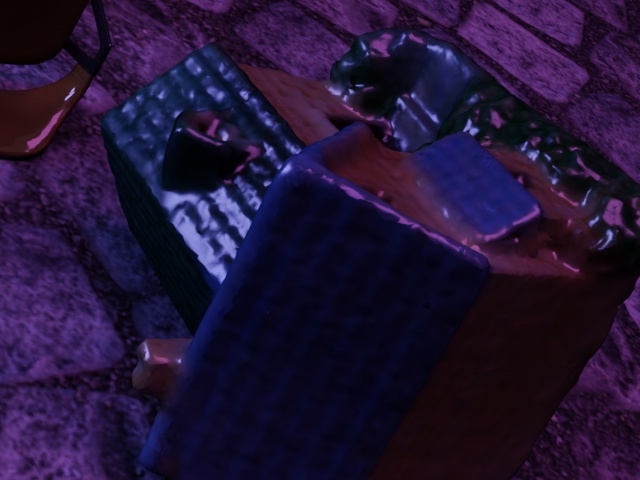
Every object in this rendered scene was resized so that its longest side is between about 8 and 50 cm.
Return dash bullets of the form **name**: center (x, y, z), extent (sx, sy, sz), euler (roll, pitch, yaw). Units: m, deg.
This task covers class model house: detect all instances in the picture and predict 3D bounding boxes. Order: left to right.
- **model house**: center (0.000, 0.000, 1.204), extent (0.343, 0.334, 0.382), euler (6, 32, -38)

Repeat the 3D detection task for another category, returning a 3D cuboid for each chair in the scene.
- **chair**: center (-0.297, -0.217, 1.375), extent (0.159, 0.172, 0.247), euler (9, 34, -35)
